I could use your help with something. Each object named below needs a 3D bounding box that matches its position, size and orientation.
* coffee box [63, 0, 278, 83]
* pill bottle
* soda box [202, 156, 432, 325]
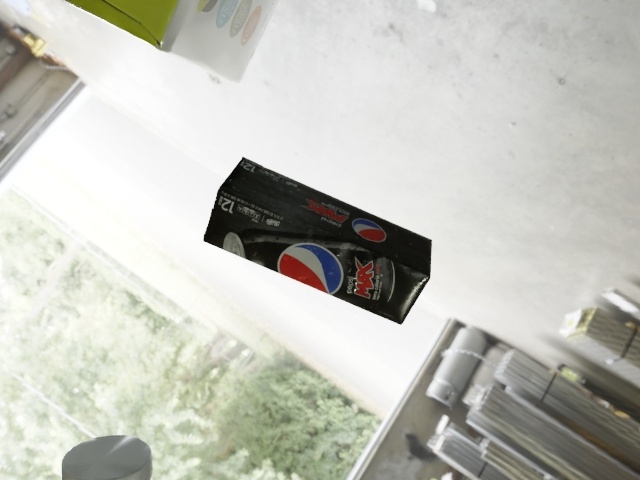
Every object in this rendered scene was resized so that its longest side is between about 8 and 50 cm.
[{"bbox_3d":[-0.192,-0.398,0.617,0.338,0.338,0.334,27,-170,0],"label":"coffee box"},{"bbox_3d":[-0.187,0.274,0.537,0.103,0.184,0.103,3,-169,-1],"label":"pill bottle"},{"bbox_3d":[0.000,0.000,0.472,0.168,0.060,0.053,23,122,-2],"label":"soda box"}]
